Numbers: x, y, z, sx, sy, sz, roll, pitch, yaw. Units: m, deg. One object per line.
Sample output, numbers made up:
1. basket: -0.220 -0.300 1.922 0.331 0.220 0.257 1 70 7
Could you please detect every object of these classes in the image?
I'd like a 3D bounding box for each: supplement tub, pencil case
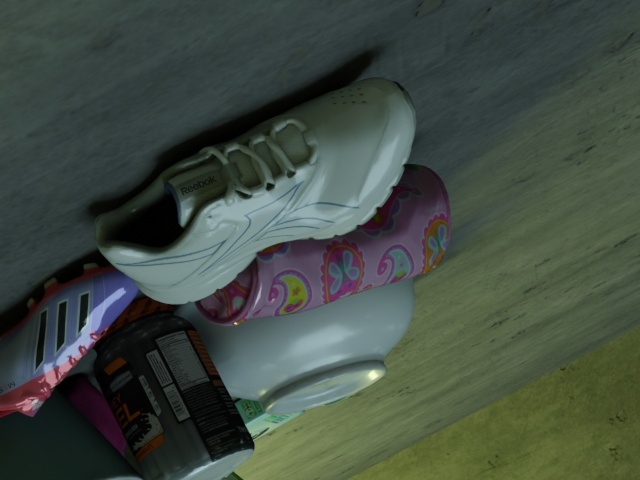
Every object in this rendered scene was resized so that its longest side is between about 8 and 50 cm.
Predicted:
1. supplement tub: -0.158 0.160 1.552 0.117 0.190 0.117 -27 164 -8
2. pencil case: 0.000 0.000 1.443 0.284 0.124 0.124 -15 160 -43

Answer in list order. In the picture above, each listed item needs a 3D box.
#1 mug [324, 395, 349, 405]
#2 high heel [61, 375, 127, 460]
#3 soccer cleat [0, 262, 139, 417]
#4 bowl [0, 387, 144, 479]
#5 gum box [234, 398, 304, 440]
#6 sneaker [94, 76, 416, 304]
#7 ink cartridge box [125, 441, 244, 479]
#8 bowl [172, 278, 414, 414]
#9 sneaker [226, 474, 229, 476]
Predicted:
1. mug: 0.025 0.159 2.048 0.158 0.097 0.129 -28 165 1
2. high heel: -0.401 0.284 1.722 0.377 0.181 0.127 -21 -159 -5
3. soccer cleat: -0.255 0.106 1.387 0.248 0.095 0.083 -31 165 13
4. bowl: -0.355 0.245 1.536 0.312 0.163 0.311 -26 165 -8
5. gum box: -0.128 0.283 2.296 0.184 0.041 0.157 -30 165 6
6. sneaker: -0.054 -0.041 1.247 0.297 0.111 0.129 -33 159 14
7. ink cartridge box: -0.225 0.316 1.919 0.097 0.189 0.255 -60 156 12
8. bowl: -0.015 0.107 1.664 0.298 0.134 0.298 -17 164 -5
9. sneaker: -0.165 0.216 1.773 0.108 0.169 0.292 -27 164 3
